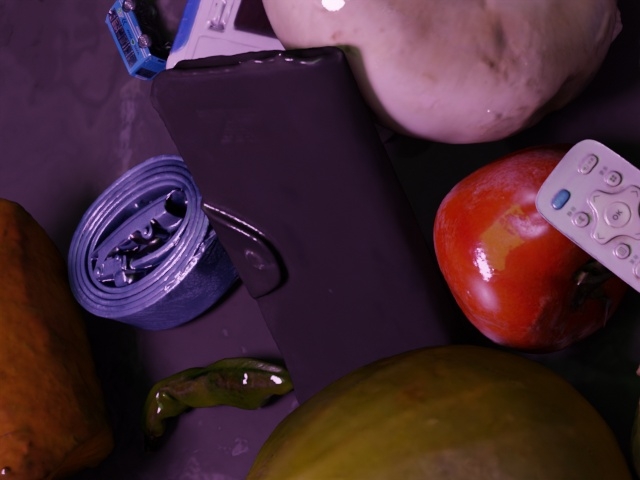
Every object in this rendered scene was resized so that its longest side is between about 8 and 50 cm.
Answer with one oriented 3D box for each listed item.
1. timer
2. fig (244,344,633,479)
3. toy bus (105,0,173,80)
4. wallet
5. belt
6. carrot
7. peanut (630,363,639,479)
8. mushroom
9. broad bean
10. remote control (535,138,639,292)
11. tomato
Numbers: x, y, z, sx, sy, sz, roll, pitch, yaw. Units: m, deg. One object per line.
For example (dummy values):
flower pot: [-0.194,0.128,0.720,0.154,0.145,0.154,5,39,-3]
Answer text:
timer: [-0.024,-0.197,1.683,0.253,0.078,0.178,16,88,36]
fig: [0.076,0.225,1.383,0.316,0.316,0.316,-8,76,32]
toy bus: [-0.182,-0.203,1.813,0.046,0.038,0.083,-39,61,25]
wallet: [0.000,0.000,1.493,0.197,0.377,0.051,-1,37,35]
belt: [-0.147,0.002,1.720,0.190,0.082,0.141,-36,59,23]
carrot: [-0.323,0.155,1.709,0.241,0.241,0.341,-28,61,26]
peanut: [0.303,0.187,1.371,0.117,0.101,0.263,-31,66,42]
mushroom: [0.086,-0.255,1.465,0.315,0.315,0.356,-6,114,33]
broad bean: [-0.099,0.140,1.681,0.195,0.046,0.061,-26,78,32]
remote control: [0.267,0.015,1.356,0.229,0.044,0.073,38,94,10]
tomato: [0.174,-0.004,1.452,0.187,0.187,0.151,-51,56,14]
